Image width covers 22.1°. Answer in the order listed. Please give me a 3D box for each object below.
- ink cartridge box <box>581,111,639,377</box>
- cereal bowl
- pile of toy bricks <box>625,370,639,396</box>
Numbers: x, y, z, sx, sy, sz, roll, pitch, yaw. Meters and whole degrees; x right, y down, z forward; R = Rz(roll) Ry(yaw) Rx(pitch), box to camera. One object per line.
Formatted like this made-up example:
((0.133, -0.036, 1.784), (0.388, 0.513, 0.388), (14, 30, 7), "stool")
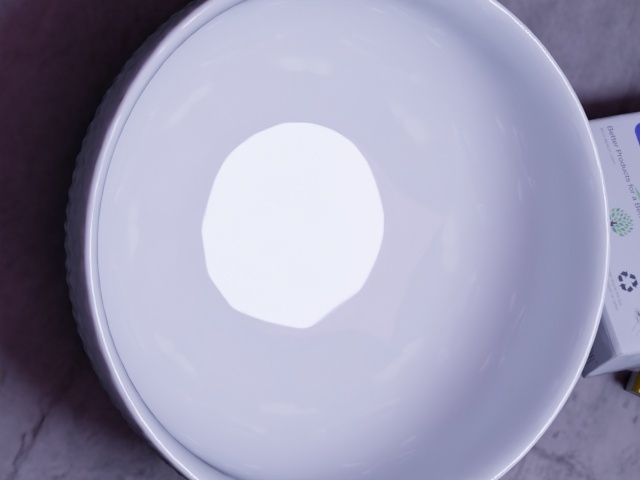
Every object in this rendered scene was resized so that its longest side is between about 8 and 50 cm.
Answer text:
((0.309, -0.018, 1.144), (0.332, 0.065, 0.165), (-10, 72, -20), "ink cartridge box")
((0.000, 0.000, 1.003), (0.339, 0.141, 0.339), (-1, 94, -23), "cereal bowl")
((0.338, 0.108, 1.173), (0.212, 0.105, 0.118), (25, 84, -23), "pile of toy bricks")
